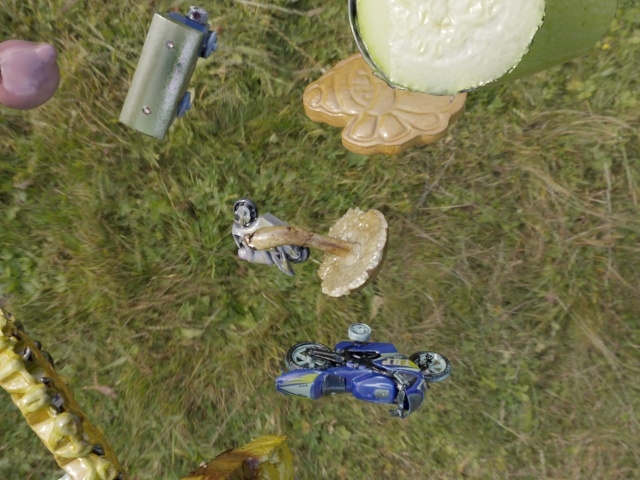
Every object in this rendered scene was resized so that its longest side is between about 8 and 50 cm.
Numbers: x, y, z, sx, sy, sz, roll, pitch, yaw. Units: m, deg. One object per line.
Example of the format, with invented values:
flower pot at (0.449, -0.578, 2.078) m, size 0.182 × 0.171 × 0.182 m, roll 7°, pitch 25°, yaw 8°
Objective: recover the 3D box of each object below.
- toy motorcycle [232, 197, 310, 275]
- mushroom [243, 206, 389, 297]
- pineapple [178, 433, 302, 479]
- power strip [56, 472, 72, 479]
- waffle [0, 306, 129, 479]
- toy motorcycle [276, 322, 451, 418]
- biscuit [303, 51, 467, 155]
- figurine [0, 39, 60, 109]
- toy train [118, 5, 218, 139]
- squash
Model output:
toy motorcycle at (-0.140, 0.005, 1.757) m, size 0.225 × 0.073 × 0.152 m, roll 38°, pitch 121°, yaw 2°
mushroom at (0.016, 0.031, 1.654) m, size 0.302 × 0.233 × 0.207 m, roll -11°, pitch 77°, yaw -39°
pineapple at (-0.097, 0.316, 0.806) m, size 0.080 × 0.233 × 0.135 m, roll -1°, pitch 93°, yaw 30°
power strip at (-0.343, 0.362, 0.995) m, size 0.035 × 0.055 × 0.083 m, roll -21°, pitch 71°, yaw -3°
waffle at (-0.353, 0.219, 0.950) m, size 0.062 × 0.329 × 0.329 m, roll -37°, pitch 95°, yaw -20°
toy motorcycle at (0.081, 0.241, 1.275) m, size 0.316 × 0.169 × 0.113 m, roll 3°, pitch 117°, yaw 0°
biscuit at (0.146, -0.312, 1.547) m, size 0.351 × 0.057 × 0.312 m, roll -19°, pitch 52°, yaw -7°
figurine at (-0.701, -0.392, 1.692) m, size 0.173 × 0.173 × 0.173 m, roll 0°, pitch 89°, yaw -9°
toy train at (-0.338, -0.383, 1.634) m, size 0.131 × 0.202 × 0.299 m, roll 24°, pitch 115°, yaw -6°
squash at (0.170, -0.176, 0.551) m, size 0.288 × 0.137 × 0.137 m, roll -9°, pitch 91°, yaw -38°
